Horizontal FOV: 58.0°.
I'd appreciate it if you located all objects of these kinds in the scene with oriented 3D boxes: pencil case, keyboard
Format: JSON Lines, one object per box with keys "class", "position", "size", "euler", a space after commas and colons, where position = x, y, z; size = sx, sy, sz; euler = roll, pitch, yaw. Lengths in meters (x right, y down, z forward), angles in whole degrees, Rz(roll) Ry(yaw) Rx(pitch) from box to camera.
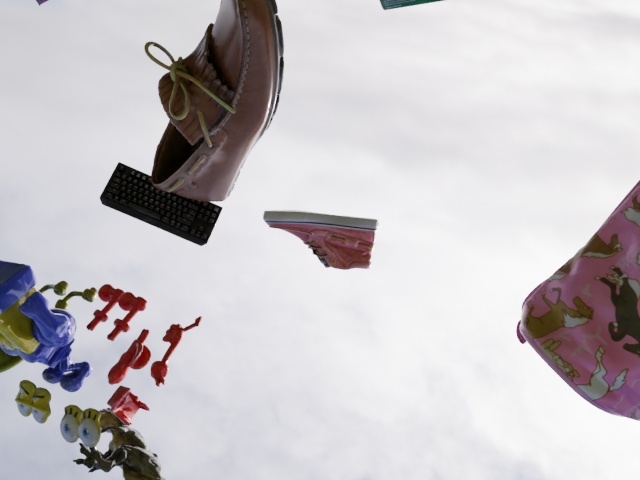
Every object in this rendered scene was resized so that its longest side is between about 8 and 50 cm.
{"class": "pencil case", "position": [0.363, 0.000, 0.559], "size": [0.160, 0.386, 0.167], "euler": [24, -159, -24]}
{"class": "keyboard", "position": [-0.250, -0.072, 0.937], "size": [0.180, 0.023, 0.108], "euler": [24, -115, -10]}

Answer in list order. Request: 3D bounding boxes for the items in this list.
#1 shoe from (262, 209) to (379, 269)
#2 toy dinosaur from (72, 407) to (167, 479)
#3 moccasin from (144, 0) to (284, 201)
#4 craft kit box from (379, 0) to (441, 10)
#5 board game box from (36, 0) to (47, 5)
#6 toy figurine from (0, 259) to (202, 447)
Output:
{"class": "shoe", "position": [0.000, 0.000, 0.854], "size": [0.178, 0.081, 0.063], "euler": [5, -175, -19]}
{"class": "toy dinosaur", "position": [-0.229, 0.289, 0.700], "size": [0.268, 0.064, 0.118], "euler": [39, -173, 24]}
{"class": "moccasin", "position": [-0.150, -0.180, 0.741], "size": [0.147, 0.380, 0.139], "euler": [-2, -112, -26]}
{"class": "craft kit box", "position": [0.226, -0.469, 0.861], "size": [0.250, 0.061, 0.246], "euler": [2, -118, 29]}
{"class": "board game box", "position": [-0.287, -0.469, 0.866], "size": [0.347, 0.056, 0.208], "euler": [-33, -137, -9]}
{"class": "toy figurine", "position": [-0.348, 0.064, 0.674], "size": [0.363, 0.217, 0.191], "euler": [9, -131, 35]}
